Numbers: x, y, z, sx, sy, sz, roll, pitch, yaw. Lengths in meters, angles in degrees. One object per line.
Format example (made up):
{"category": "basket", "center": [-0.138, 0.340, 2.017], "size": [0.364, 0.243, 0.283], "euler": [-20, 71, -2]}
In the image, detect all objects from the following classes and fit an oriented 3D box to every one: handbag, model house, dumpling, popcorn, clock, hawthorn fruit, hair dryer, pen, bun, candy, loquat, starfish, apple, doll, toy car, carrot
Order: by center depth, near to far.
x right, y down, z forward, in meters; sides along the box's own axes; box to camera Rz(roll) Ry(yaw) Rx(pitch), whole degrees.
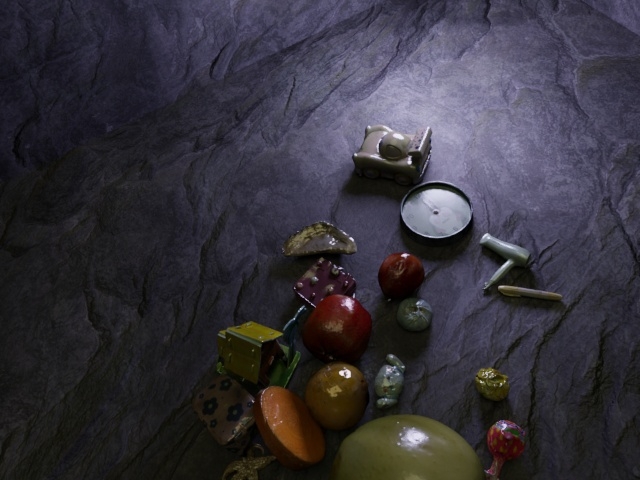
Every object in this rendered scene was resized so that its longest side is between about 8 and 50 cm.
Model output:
{"category": "apple", "center": [0.254, 0.738, 1.460], "size": [0.474, 0.473, 0.473], "euler": [-5, 57, 8]}
{"category": "candy", "center": [0.557, 0.760, 1.592], "size": [0.124, 0.124, 0.365], "euler": [19, 75, 22]}
{"category": "carrot", "center": [-0.114, 0.632, 1.683], "size": [0.100, 0.258, 0.307], "euler": [-41, 94, 16]}
{"category": "popcorn", "center": [0.600, 0.499, 1.732], "size": [0.116, 0.106, 0.120], "euler": [-25, 57, 6]}
{"category": "loquat", "center": [0.059, 0.542, 1.739], "size": [0.235, 0.235, 0.235], "euler": [-5, 57, 8]}
{"category": "starfish", "center": [-0.252, 0.799, 1.745], "size": [0.210, 0.053, 0.150], "euler": [-21, 61, -4]}
{"category": "handbag", "center": [-0.308, 0.625, 1.769], "size": [0.190, 0.193, 0.251], "euler": [-41, 48, -21]}
{"category": "doll", "center": [0.253, 0.517, 1.811], "size": [0.104, 0.071, 0.214], "euler": [18, 54, 8]}
{"category": "model house", "center": [-0.240, 0.354, 1.861], "size": [0.300, 0.323, 0.340], "euler": [19, 64, 21]}
{"category": "hawthorn fruit", "center": [0.075, 0.316, 1.889], "size": [0.254, 0.254, 0.300], "euler": [9, 44, 16]}
{"category": "pen", "center": [0.808, 0.208, 1.917], "size": [0.234, 0.032, 0.040], "euler": [9, 84, 16]}
{"category": "bun", "center": [0.366, 0.283, 1.928], "size": [0.141, 0.083, 0.140], "euler": [-5, 55, 7]}
{"category": "hawthorn fruit", "center": [0.307, 0.156, 1.966], "size": [0.181, 0.181, 0.235], "euler": [24, 66, 24]}
{"category": "hair dryer", "center": [0.700, 0.101, 1.999], "size": [0.206, 0.075, 0.237], "euler": [29, 76, 33]}
{"category": "handbag", "center": [0.017, 0.190, 2.062], "size": [0.203, 0.074, 0.216], "euler": [34, 70, 27]}
{"category": "clock", "center": [0.504, -0.123, 2.167], "size": [0.319, 0.066, 0.318], "euler": [-6, 57, 9]}
{"category": "dumpling", "center": [0.000, 0.005, 2.174], "size": [0.332, 0.086, 0.166], "euler": [0, 59, 12]}
{"category": "toy car", "center": [0.331, -0.419, 2.292], "size": [0.336, 0.226, 0.242], "euler": [16, 63, 19]}
